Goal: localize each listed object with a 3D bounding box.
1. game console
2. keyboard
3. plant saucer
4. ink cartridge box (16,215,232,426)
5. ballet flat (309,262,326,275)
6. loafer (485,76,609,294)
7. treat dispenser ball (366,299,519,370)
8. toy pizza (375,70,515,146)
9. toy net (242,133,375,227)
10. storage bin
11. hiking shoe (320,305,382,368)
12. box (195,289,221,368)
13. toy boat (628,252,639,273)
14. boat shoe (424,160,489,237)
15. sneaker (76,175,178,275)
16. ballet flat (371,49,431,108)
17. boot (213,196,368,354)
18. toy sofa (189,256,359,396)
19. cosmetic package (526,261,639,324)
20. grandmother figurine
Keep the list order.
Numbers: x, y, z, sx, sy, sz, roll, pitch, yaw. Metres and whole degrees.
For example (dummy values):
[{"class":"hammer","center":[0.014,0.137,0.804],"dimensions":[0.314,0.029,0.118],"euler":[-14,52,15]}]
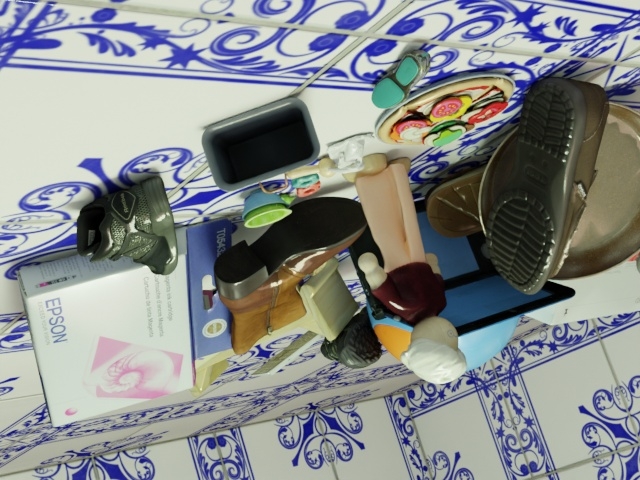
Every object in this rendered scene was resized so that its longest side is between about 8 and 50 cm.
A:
[{"class":"game console","center":[0.224,0.030,1.795],"dimensions":[0.293,0.250,0.173],"euler":[-14,168,-32]},{"class":"keyboard","center":[-0.026,0.190,2.138],"dimensions":[0.256,0.014,0.072],"euler":[-35,-165,-31]},{"class":"plant saucer","center":[0.397,-0.082,1.726],"dimensions":[0.310,0.311,0.050],"euler":[-20,-153,7]},{"class":"ink cartridge box","center":[-0.281,0.132,1.714],"dimensions":[0.330,0.071,0.324],"euler":[-15,138,-16]},{"class":"ballet flat","center":[0.000,0.000,1.874],"dimensions":[0.067,0.073,0.206],"euler":[-42,177,-22]},{"class":"loafer","center":[0.351,-0.075,1.621],"dimensions":[0.130,0.134,0.366],"euler":[-19,137,-32]},{"class":"treat dispenser ball","center":[0.228,0.105,2.044],"dimensions":[0.288,0.288,0.288],"euler":[-17,165,-5]},{"class":"toy pizza","center":[0.172,-0.169,1.501],"dimensions":[0.201,0.032,0.201],"euler":[-17,165,-5]},{"class":"toy net","center":[-0.005,-0.082,1.582],"dimensions":[0.232,0.045,0.122],"euler":[-27,162,30]},{"class":"storage bin","center":[-0.064,-0.106,1.354],"dimensions":[0.135,0.098,0.091],"euler":[-19,175,6]},{"class":"hiking shoe","center":[0.054,0.203,2.080],"dimensions":[0.114,0.086,0.227],"euler":[-35,-177,17]},{"class":"box","center":[-0.328,0.180,1.949],"dimensions":[0.213,0.117,0.243],"euler":[3,155,-33]},{"class":"toy boat","center":[0.611,-0.085,1.876],"dimensions":[0.318,0.148,0.267],"euler":[-53,160,-2]},{"class":"boat shoe","center":[0.334,-0.102,1.817],"dimensions":[0.341,0.123,0.123],"euler":[-20,-163,4]},{"class":"sneaker","center":[-0.259,-0.007,1.484],"dimensions":[0.130,0.087,0.227],"euler":[-14,162,-7]},{"class":"ballet flat","center":[0.101,-0.194,1.325],"dimensions":[0.041,0.041,0.114],"euler":[-10,164,-28]},{"class":"boot","center":[-0.036,0.068,1.765],"dimensions":[0.264,0.096,0.280],"euler":[-34,154,-14]},{"class":"toy sofa","center":[-0.126,0.144,2.113],"dimensions":[0.362,0.177,0.150],"euler":[-26,-172,27]},{"class":"cosmetic package","center":[0.526,-0.007,2.023],"dimensions":[0.377,0.285,0.097],"euler":[-3,-165,-43]},{"class":"grandmother figurine","center":[0.128,0.044,1.606],"dimensions":[0.207,0.343,0.104],"euler":[-3,159,-45]}]
